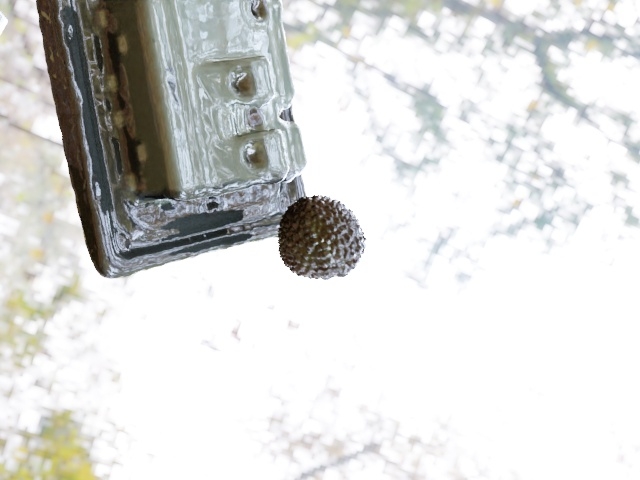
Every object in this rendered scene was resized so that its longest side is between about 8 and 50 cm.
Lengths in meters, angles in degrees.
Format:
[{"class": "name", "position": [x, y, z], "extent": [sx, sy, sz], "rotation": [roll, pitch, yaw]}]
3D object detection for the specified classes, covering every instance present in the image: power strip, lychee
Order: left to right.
[{"class": "power strip", "position": [-0.087, -0.116, 1.215], "extent": [0.092, 0.251, 0.257], "rotation": [-5, -83, 43]}, {"class": "lychee", "position": [0.000, 0.000, 1.248], "extent": [0.067, 0.083, 0.068], "rotation": [-31, -132, -6]}]

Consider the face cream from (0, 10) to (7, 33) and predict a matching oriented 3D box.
[{"class": "face cream", "position": [-0.420, -0.139, 1.666], "extent": [0.067, 0.139, 0.285], "rotation": [24, -103, 21]}]
